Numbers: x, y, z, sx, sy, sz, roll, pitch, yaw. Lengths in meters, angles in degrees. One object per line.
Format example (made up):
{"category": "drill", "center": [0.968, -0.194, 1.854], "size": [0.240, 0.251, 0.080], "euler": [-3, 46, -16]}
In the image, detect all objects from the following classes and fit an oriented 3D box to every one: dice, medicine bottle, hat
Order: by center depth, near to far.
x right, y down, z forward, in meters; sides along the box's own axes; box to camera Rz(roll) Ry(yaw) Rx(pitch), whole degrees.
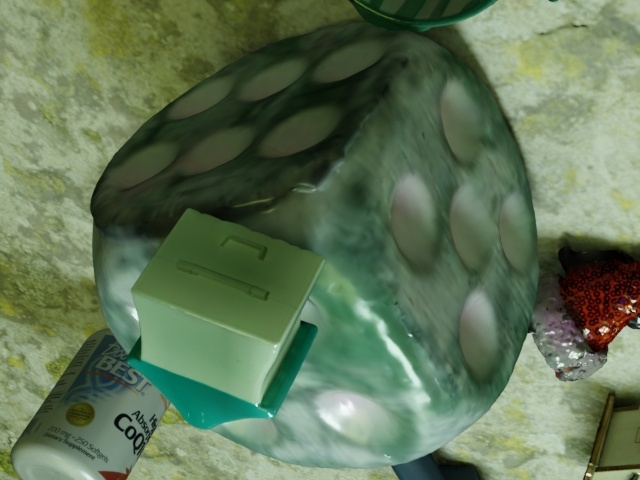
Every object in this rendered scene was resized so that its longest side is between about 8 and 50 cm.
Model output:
{"category": "dice", "center": [0.000, 0.000, 1.012], "size": [0.328, 0.330, 0.348], "euler": [-8, 130, 35]}
{"category": "hat", "center": [0.312, 0.053, 1.087], "size": [0.227, 0.129, 0.140], "euler": [-35, 88, 29]}
{"category": "medicine bottle", "center": [-0.305, 0.233, 1.467], "size": [0.157, 0.288, 0.157], "euler": [16, 140, 14]}

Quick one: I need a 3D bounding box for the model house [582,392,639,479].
{"category": "model house", "center": [0.416, 0.312, 1.235], "size": [0.244, 0.169, 0.326], "euler": [-13, 127, 42]}

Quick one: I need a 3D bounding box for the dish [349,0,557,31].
{"category": "dish", "center": [0.097, -0.278, 0.855], "size": [0.246, 0.078, 0.224], "euler": [18, 140, 14]}

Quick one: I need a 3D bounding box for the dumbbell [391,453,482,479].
{"category": "dumbbell", "center": [0.130, 0.313, 1.417], "size": [0.144, 0.156, 0.316], "euler": [27, 152, 53]}

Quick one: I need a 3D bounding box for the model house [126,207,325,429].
{"category": "model house", "center": [-0.074, 0.071, 0.798], "size": [0.127, 0.100, 0.148], "euler": [20, 135, 9]}
